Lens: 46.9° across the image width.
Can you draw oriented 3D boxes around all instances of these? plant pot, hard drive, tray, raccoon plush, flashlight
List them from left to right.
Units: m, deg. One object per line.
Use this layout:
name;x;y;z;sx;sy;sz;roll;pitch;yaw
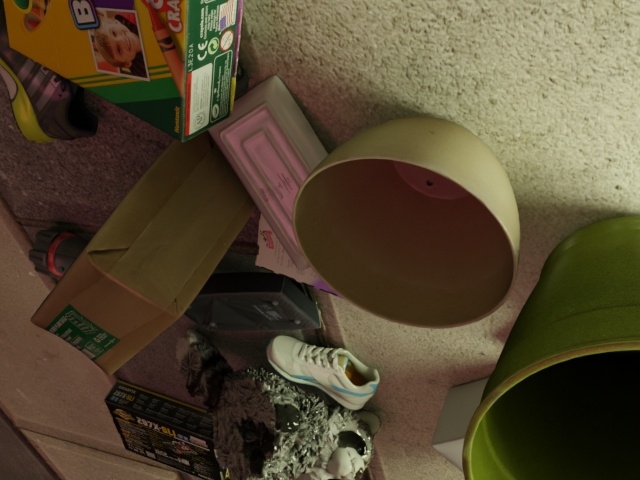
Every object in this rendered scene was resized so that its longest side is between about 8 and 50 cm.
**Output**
flashlight;-0.422;0.050;1.456;0.304;0.103;0.103;14;135;20
hard drive;-0.141;0.115;1.355;0.255;0.054;0.172;-5;149;28
tray;-0.050;-0.088;1.073;0.145;0.030;0.270;-27;101;28
raccoon plush;-0.069;0.326;1.530;0.299;0.446;0.216;10;127;-44
plant pot;0.129;-0.051;0.959;0.284;0.191;0.284;16;138;15
plant pot;0.375;0.153;0.876;0.367;0.353;0.366;9;124;13

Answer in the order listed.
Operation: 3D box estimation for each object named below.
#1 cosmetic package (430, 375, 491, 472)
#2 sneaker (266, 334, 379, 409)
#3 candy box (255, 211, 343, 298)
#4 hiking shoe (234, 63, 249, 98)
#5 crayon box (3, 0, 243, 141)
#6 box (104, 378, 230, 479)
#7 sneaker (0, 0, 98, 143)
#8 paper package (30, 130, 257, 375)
cosmetic package;0.358;0.350;1.288;0.224;0.138;0.225;42;140;-14
sneaker;0.005;0.238;1.425;0.229;0.087;0.092;26;132;-6
candy box;0.000;0.000;1.180;0.196;0.070;0.164;21;139;9
hiking shoe;-0.174;-0.283;0.974;0.227;0.086;0.114;43;142;-14
crayon box;-0.238;-0.342;0.846;0.313;0.106;0.362;28;132;21
box;-0.386;0.508;1.933;0.322;0.079;0.257;15;136;17
sneaker;-0.425;-0.274;1.133;0.121;0.111;0.299;5;141;12
paper package;-0.273;0.020;1.175;0.168;0.309;0.325;40;141;-12
